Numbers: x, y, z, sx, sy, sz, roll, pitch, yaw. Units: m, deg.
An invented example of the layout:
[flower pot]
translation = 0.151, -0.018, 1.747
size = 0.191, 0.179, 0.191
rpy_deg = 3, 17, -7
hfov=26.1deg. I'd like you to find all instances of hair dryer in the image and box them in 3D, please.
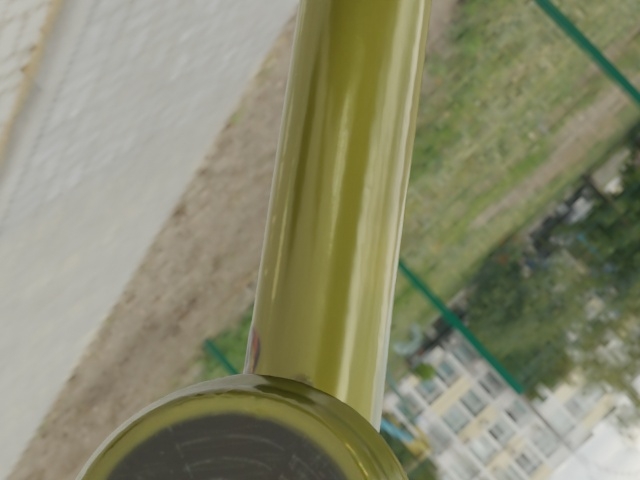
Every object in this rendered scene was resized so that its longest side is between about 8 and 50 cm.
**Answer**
[hair dryer]
translation = 0.000, 0.000, 0.387
size = 0.135, 0.090, 0.279
rpy_deg = 62, 34, -68
